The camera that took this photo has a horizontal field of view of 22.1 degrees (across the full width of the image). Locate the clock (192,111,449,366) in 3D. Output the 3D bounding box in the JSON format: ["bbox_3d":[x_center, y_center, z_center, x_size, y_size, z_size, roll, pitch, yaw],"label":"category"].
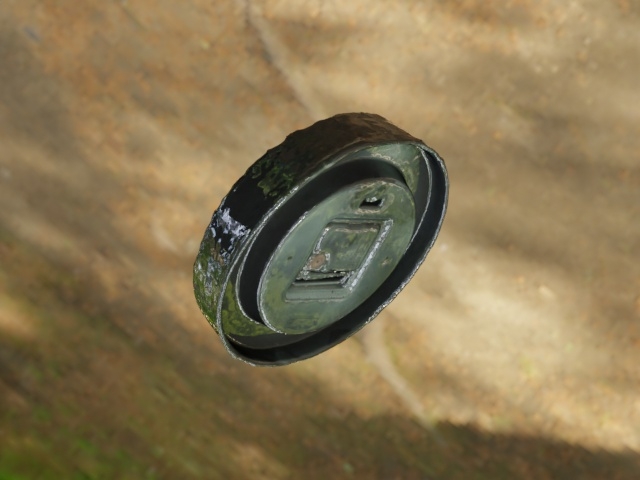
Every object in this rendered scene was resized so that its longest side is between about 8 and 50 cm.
[{"bbox_3d":[0.000,0.000,1.047,0.040,0.184,0.184,46,162,32],"label":"clock"}]
